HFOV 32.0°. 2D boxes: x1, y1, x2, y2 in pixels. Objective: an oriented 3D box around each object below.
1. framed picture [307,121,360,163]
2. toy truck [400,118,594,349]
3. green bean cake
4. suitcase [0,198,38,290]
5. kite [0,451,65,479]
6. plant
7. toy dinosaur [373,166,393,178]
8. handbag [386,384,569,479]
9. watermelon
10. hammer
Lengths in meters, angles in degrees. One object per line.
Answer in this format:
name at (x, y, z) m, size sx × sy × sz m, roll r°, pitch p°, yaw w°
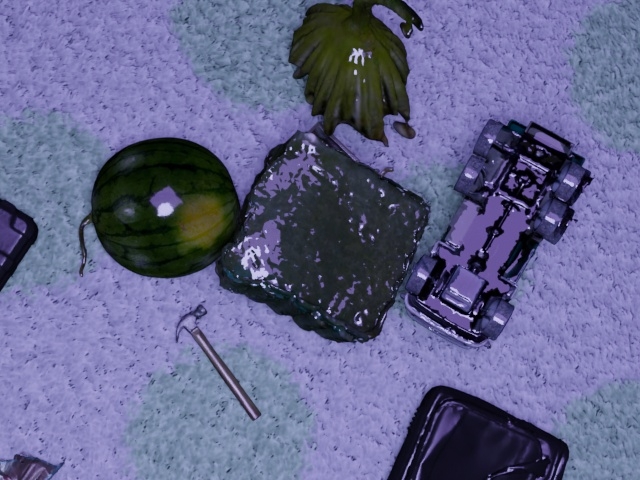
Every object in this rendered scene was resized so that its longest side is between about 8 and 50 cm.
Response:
framed picture at (0.007, -0.129, 1.688) m, size 0.089 × 0.006 × 0.066 m, roll 44°, pitch 76°, yaw 2°
toy truck at (0.257, -0.014, 1.616) m, size 0.177 × 0.178 × 0.363 m, roll 29°, pitch 76°, yaw 8°
green bean cake at (0.000, 0.000, 1.579) m, size 0.255 × 0.132 × 0.241 m, roll 27°, pitch 77°, yaw -14°
suitcase at (-0.562, -0.011, 1.544) m, size 0.286 × 0.066 × 0.206 m, roll 32°, pitch 76°, yaw -2°
kite at (-0.552, 0.342, 1.504) m, size 0.406 × 0.014 × 0.368 m, roll 0°, pitch 78°, yaw -8°
plant at (0.079, -0.300, 1.581) m, size 0.180 × 0.333 × 0.251 m, roll -25°, pitch 71°, yaw -28°
toy dinosaur at (0.063, -0.092, 1.670) m, size 0.180 × 0.037 × 0.058 m, roll 17°, pitch 97°, yaw -4°
handbag at (0.213, 0.367, 1.587) m, size 0.244 × 0.088 × 0.275 m, roll 26°, pitch 75°, yaw -7°
watermelon at (-0.229, -0.051, 1.576) m, size 0.232 × 0.127 × 0.204 m, roll 1°, pitch 82°, yaw -3°
hammer at (-0.145, 0.182, 1.598) m, size 0.062 × 0.017 × 0.182 m, roll -34°, pitch 87°, yaw -13°
